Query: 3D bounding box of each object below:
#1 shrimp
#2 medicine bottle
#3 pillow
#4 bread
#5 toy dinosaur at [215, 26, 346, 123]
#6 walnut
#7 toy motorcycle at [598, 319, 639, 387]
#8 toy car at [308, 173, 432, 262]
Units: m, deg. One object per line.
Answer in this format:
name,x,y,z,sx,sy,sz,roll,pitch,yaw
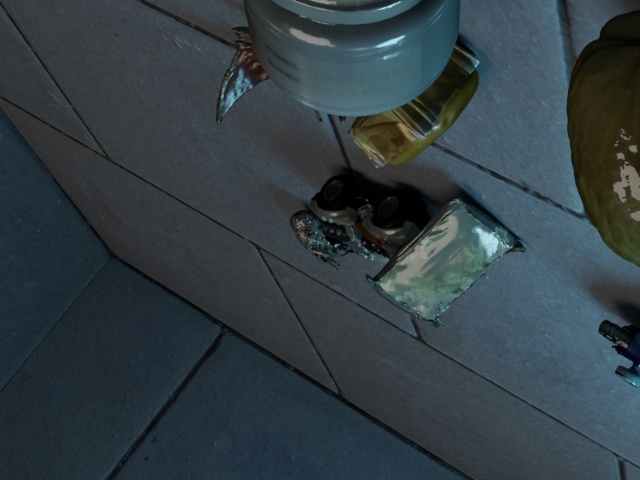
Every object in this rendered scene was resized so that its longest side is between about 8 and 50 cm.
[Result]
shrimp,-0.001,0.001,2.714,0.073,0.075,0.190,0,138,35
medicine bottle,0.032,-0.300,1.433,0.245,0.245,0.306,33,163,16
pillow,0.201,0.033,2.167,0.169,0.059,0.255,35,127,-14
bread,0.124,-0.181,1.779,0.107,0.136,0.241,36,166,-4
toy dinosaur,-0.050,-0.231,2.067,0.327,0.113,0.207,26,161,31
walnut,0.362,-0.095,1.328,0.283,0.227,0.283,46,170,10
toy motorcycle,0.535,0.197,1.987,0.169,0.113,0.315,34,180,-25
toy car,0.108,-0.013,2.342,0.301,0.118,0.193,16,160,47
